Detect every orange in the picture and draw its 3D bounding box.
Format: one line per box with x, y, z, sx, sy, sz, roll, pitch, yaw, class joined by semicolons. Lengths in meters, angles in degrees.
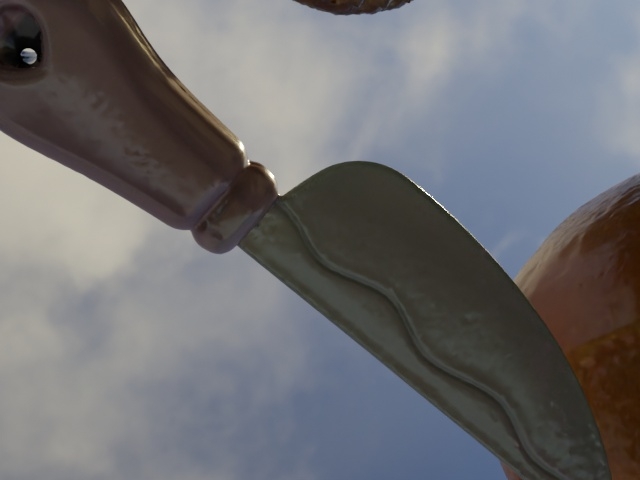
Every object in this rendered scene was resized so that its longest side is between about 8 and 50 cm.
0.215;0.077;0.726;0.261;0.261;0.261;20;-139;-19;orange

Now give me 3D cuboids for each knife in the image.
0.001;-0.003;0.582;0.336;0.081;0.043;36;-163;-12;knife

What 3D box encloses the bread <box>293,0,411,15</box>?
0.024;-0.258;0.909;0.240;0.139;0.240;5;-99;-38;bread
